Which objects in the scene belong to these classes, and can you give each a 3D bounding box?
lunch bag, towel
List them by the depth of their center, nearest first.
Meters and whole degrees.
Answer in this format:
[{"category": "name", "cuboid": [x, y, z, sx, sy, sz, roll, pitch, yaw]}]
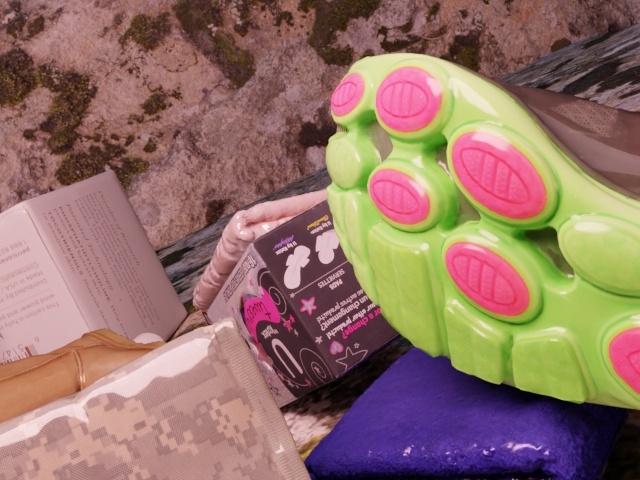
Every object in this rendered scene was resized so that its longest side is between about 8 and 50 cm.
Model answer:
[{"category": "lunch bag", "cuboid": [-0.124, 0.196, 0.481, 0.235, 0.169, 0.287, -24, -18, -12]}, {"category": "towel", "cuboid": [0.149, 0.107, 0.588, 0.227, 0.076, 0.308, -20, 10, 43]}, {"category": "towel", "cuboid": [0.000, 0.000, 1.009, 0.316, 0.053, 0.332, -15, -15, -22]}]

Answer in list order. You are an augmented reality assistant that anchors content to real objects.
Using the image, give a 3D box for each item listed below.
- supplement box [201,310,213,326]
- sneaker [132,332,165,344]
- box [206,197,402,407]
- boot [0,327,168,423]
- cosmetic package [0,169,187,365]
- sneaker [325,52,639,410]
[{"category": "supplement box", "cuboid": [-0.151, 0.115, 1.282, 0.083, 0.043, 0.055, -32, 12, -25]}, {"category": "sneaker", "cuboid": [-0.257, 0.180, 1.063, 0.085, 0.086, 0.237, 8, 17, -2]}, {"category": "box", "cuboid": [0.002, 0.063, 0.763, 0.163, 0.142, 0.247, -31, -8, -25]}, {"category": "boot", "cuboid": [-0.283, 0.176, 0.756, 0.236, 0.089, 0.269, 4, 15, 42]}, {"category": "cosmetic package", "cuboid": [-0.481, 0.110, 1.300, 0.329, 0.328, 0.394, -24, 10, 8]}, {"category": "sneaker", "cuboid": [0.199, 0.003, 0.457, 0.482, 0.185, 0.202, 26, 27, 33]}]
